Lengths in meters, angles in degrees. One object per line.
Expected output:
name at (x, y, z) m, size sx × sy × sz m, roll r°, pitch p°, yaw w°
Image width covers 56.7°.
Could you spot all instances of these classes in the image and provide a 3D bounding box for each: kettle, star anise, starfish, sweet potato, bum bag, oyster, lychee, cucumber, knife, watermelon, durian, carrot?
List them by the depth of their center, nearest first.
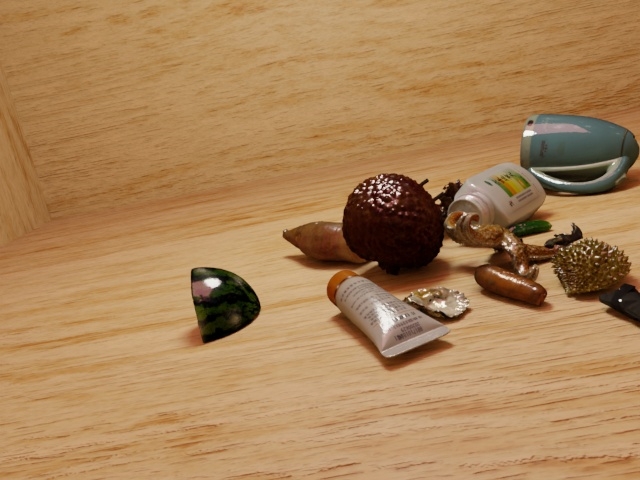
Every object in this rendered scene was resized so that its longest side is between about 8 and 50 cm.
bum bag at (0.565, 0.113, 1.026) m, size 0.087 × 0.049 × 0.197 m, roll -8°, pitch 14°, yaw -8°
oyster at (0.233, 0.129, 1.223) m, size 0.146 × 0.045 × 0.121 m, roll -5°, pitch 11°, yaw -4°
carrot at (0.389, 0.091, 1.224) m, size 0.060 × 0.060 × 0.186 m, roll -18°, pitch 19°, yaw -22°
durian at (0.551, 0.038, 1.225) m, size 0.146 × 0.102 × 0.208 m, roll -15°, pitch 10°, yaw 8°
knife at (0.542, -0.002, 1.314) m, size 0.045 × 0.021 × 0.222 m, roll 44°, pitch 36°, yaw 21°
watermelon at (-0.232, 0.153, 1.372) m, size 0.193 × 0.137 × 0.145 m, roll 29°, pitch 8°, yaw -12°
starfish at (0.433, 0.004, 1.377) m, size 0.303 × 0.113 × 0.312 m, roll 14°, pitch 14°, yaw -7°
lychee at (0.187, -0.043, 1.494) m, size 0.261 × 0.260 × 0.260 m, roll -11°, pitch 15°, yaw 3°
cucumber at (0.546, -0.031, 1.595) m, size 0.155 × 0.037 × 0.037 m, roll -12°, pitch 15°, yaw -4°
sweet potato at (0.001, 0.002, 1.722) m, size 0.337 × 0.131 × 0.131 m, roll 2°, pitch 20°, yaw 40°
star anise at (0.353, -0.075, 1.756) m, size 0.234 × 0.073 × 0.177 m, roll -51°, pitch -19°, yaw 13°
kettle at (0.853, -0.269, 1.954) m, size 0.342 × 0.247 × 0.319 m, roll 7°, pitch 55°, yaw 33°

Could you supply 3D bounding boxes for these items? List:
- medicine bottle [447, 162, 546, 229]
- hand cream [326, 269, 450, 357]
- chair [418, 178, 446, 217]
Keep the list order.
medicine bottle at (0.491, -0.109, 1.675) m, size 0.324 × 0.179 × 0.124 m, roll -25°, pitch -25°, yaw -39°
hand cream at (0.120, 0.141, 1.191) m, size 0.140 × 0.089 × 0.314 m, roll -17°, pitch 20°, yaw -17°
chair at (0.246, -0.069, 1.672) m, size 0.212 × 0.084 × 0.101 m, roll -35°, pitch 32°, yaw 34°
